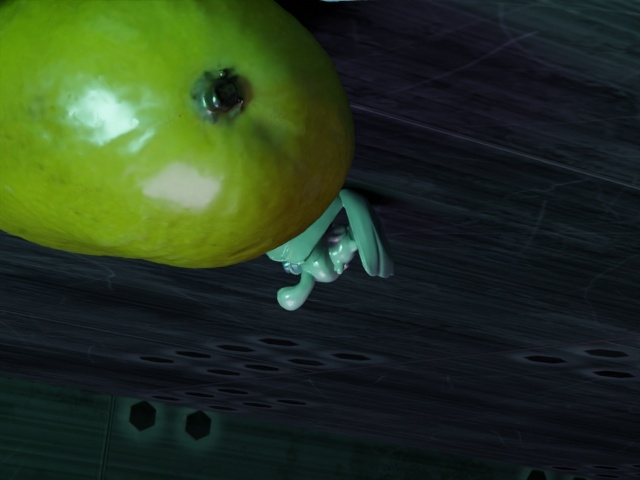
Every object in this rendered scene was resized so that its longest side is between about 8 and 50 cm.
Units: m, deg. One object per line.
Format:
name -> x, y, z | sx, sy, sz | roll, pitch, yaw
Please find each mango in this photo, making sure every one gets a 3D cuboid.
mango -> -0.106, -0.056, 0.888 | 0.195, 0.142, 0.331 | 18, 166, -28

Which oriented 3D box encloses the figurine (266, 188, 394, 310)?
figurine -> 0.000, 0.000, 1.245 | 0.086, 0.094, 0.082 | -24, 120, 9
